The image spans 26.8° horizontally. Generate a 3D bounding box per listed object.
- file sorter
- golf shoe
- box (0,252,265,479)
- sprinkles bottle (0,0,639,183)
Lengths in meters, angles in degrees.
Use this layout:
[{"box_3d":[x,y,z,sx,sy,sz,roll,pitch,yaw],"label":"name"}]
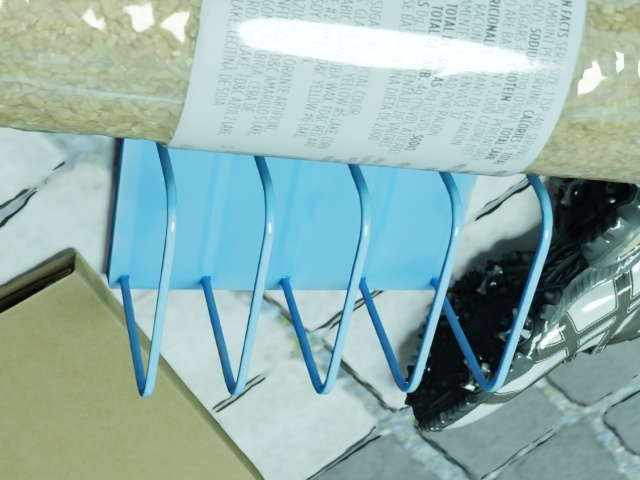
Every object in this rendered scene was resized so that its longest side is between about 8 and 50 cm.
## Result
[{"box_3d":[0.000,0.000,0.592,0.170,0.104,0.118,1,126,-16],"label":"file sorter"},{"box_3d":[0.128,0.036,0.673,0.094,0.077,0.198,29,115,-32],"label":"golf shoe"},{"box_3d":[-0.140,0.111,0.691,0.164,0.021,0.201,-28,128,7],"label":"box"},{"box_3d":[0.033,-0.085,0.514,0.355,0.121,0.121,4,125,-15],"label":"sprinkles bottle"}]
